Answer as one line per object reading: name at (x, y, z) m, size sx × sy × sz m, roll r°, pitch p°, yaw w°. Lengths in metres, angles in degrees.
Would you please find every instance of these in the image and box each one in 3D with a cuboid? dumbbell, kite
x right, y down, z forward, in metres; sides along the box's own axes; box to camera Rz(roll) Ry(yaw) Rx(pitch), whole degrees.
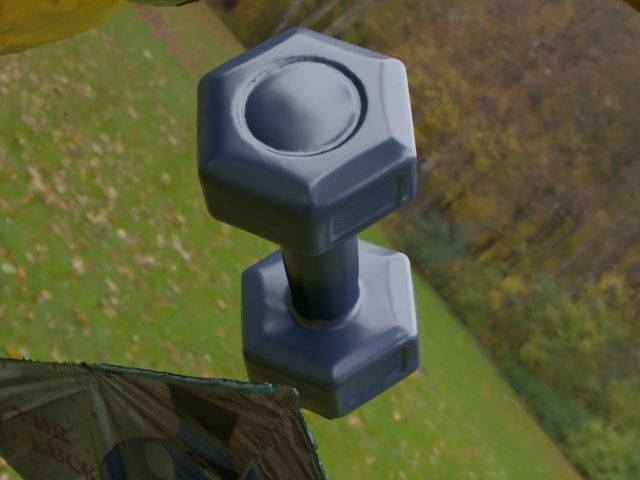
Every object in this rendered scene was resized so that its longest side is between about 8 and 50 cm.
dumbbell at (-0.001, 0.000, 0.975) m, size 0.156 × 0.144 × 0.316 m, roll 21°, pitch -30°, yaw 18°
kite at (-0.061, 0.149, 0.545) m, size 0.335 × 0.314 × 0.011 m, roll 43°, pitch 47°, yaw 13°

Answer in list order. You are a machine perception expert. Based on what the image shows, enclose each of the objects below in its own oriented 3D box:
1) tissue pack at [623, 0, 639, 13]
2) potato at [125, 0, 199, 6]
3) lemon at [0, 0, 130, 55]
tissue pack at (0.209, -0.262, 0.616) m, size 0.145 × 0.274 × 0.194 m, roll 32°, pitch 40°, yaw -2°
potato at (-0.063, -0.197, 0.404) m, size 0.174 × 0.159 × 0.251 m, roll 50°, pitch -29°, yaw 46°
lemon at (-0.191, -0.258, 0.747) m, size 0.297 × 0.297 × 0.297 m, roll 49°, pitch 4°, yaw -4°
